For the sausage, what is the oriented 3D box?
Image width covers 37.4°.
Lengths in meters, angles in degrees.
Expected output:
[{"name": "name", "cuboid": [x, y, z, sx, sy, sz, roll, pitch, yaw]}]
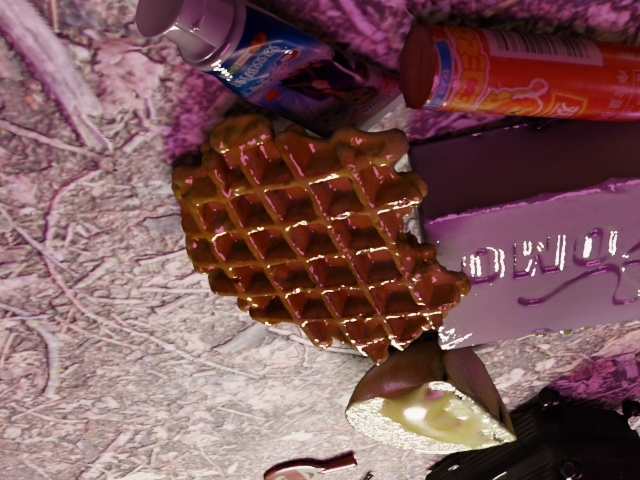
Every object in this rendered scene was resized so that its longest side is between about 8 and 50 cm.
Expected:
[{"name": "sausage", "cuboid": [0.202, -0.140, 0.812, 0.274, 0.074, 0.074, 0, 144, -21]}]

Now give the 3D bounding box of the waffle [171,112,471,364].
[{"name": "waffle", "cuboid": [0.000, 0.006, 0.872, 0.281, 0.058, 0.301, 11, 141, 11]}]

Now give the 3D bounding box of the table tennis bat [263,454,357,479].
[{"name": "table tennis bat", "cuboid": [-0.016, 0.373, 1.525, 0.154, 0.019, 0.098, -15, 146, 8]}]

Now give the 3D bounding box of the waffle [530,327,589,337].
[{"name": "waffle", "cuboid": [0.310, 0.076, 1.191, 0.183, 0.036, 0.169, 3, 144, -22]}]

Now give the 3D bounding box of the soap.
[{"name": "soap", "cuboid": [0.248, -0.009, 0.975, 0.296, 0.107, 0.285, -11, 147, 7]}]

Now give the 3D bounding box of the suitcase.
[{"name": "suitcase", "cuboid": [0.361, 0.391, 1.570, 0.229, 0.152, 0.335, 13, 140, -32]}]

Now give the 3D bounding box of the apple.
[{"name": "apple", "cuboid": [0.132, 0.206, 1.250, 0.193, 0.120, 0.265, -17, 146, 26]}]

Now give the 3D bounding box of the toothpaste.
[{"name": "toothpaste", "cuboid": [-0.027, -0.138, 0.759, 0.096, 0.061, 0.266, -35, 147, 28]}]

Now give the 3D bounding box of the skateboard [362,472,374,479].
[{"name": "skateboard", "cuboid": [0.103, 0.424, 1.632, 0.083, 0.032, 0.064, 11, 129, -28]}]
